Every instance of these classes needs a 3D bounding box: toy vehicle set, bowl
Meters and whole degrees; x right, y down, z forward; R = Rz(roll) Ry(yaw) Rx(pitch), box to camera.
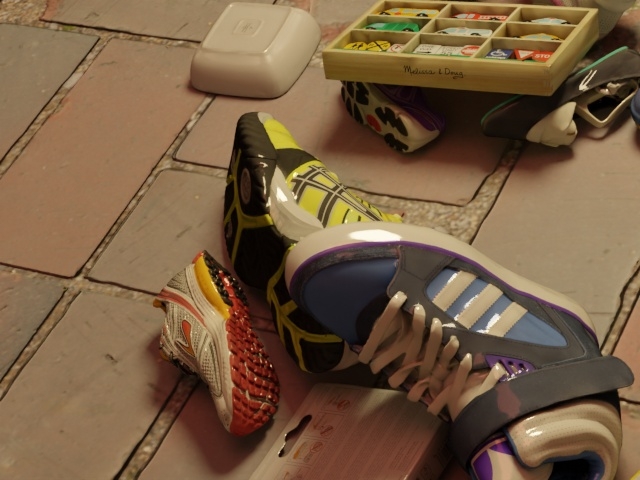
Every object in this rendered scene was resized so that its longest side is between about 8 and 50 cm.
[{"bbox_3d":[0.156,-0.218,1.931,0.267,0.035,0.166,6,31,25],"label":"toy vehicle set"},{"bbox_3d":[-0.082,-0.240,2.116,0.142,0.053,0.142,9,48,26],"label":"bowl"}]

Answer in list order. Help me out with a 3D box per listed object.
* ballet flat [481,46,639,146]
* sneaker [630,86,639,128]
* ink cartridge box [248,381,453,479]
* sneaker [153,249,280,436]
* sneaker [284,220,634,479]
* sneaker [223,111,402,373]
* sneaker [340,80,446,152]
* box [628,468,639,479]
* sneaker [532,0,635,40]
[{"bbox_3d":[0.274,-0.145,1.886,0.203,0.074,0.074,-25,43,-16],"label":"ballet flat"},{"bbox_3d":[0.463,-0.206,1.837,0.296,0.131,0.112,-21,45,-1],"label":"sneaker"},{"bbox_3d":[0.034,0.206,1.645,0.179,0.045,0.145,1,45,44],"label":"ink cartridge box"},{"bbox_3d":[-0.109,0.115,1.755,0.093,0.088,0.225,-36,42,12],"label":"sneaker"},{"bbox_3d":[0.123,0.124,1.534,0.323,0.130,0.236,19,38,-17],"label":"sneaker"},{"bbox_3d":[0.000,0.000,1.809,0.147,0.145,0.384,-4,39,-21],"label":"sneaker"},{"bbox_3d":[0.080,-0.160,1.984,0.071,0.068,0.170,-22,50,-26],"label":"sneaker"},{"bbox_3d":[0.354,0.202,1.524,0.179,0.043,0.105,-41,47,-19],"label":"box"},{"bbox_3d":[0.273,-0.324,2.019,0.103,0.111,0.252,3,42,-31],"label":"sneaker"}]
